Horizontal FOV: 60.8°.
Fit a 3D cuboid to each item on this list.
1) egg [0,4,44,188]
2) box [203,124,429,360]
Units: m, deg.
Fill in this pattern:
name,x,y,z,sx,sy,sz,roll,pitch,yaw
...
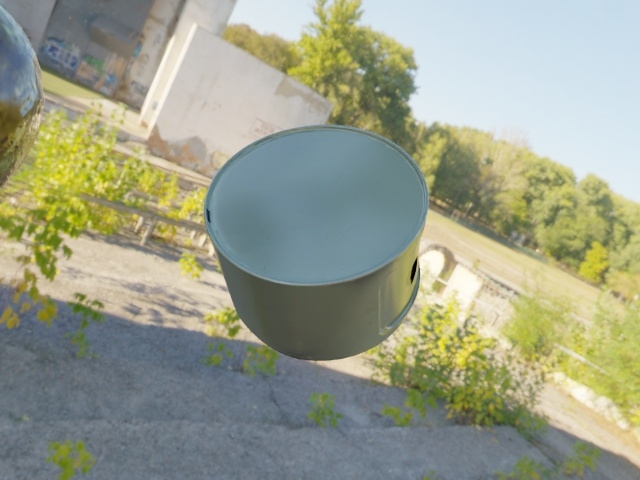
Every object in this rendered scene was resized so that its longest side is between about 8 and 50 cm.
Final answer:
name,x,y,z,sx,sy,sz,roll,pitch,yaw
egg,-0.436,-0.149,0.594,0.238,0.289,0.238,8,3,0
box,0.000,0.000,0.603,0.226,0.226,0.149,33,-29,28
